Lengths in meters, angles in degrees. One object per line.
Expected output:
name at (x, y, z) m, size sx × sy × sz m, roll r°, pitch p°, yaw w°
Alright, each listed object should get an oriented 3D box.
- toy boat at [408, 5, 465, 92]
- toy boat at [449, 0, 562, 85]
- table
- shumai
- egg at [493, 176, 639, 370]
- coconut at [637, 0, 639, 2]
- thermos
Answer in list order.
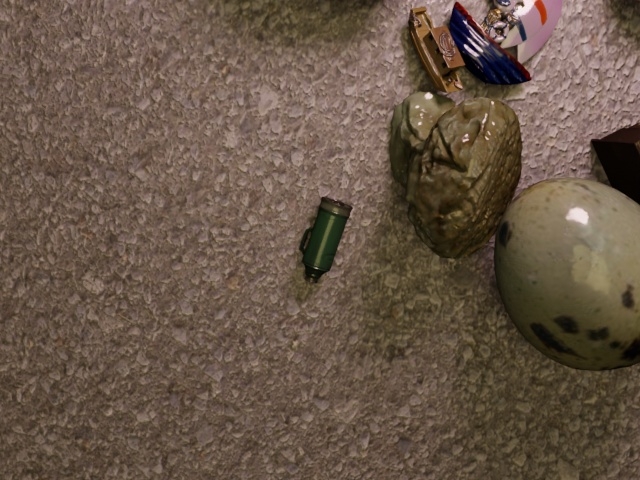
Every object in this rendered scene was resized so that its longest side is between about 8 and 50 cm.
toy boat at (0.243, -0.402, 1.525) m, size 0.057 × 0.077 × 0.200 m, roll -19°, pitch 79°, yaw -28°
toy boat at (0.426, -0.450, 1.551) m, size 0.318 × 0.072 × 0.219 m, roll -22°, pitch 94°, yaw -6°
table at (0.756, -0.180, 1.480) m, size 0.282 × 0.250 × 0.196 m, roll -27°, pitch 96°, yaw 5°
shumai at (0.237, -0.146, 1.503) m, size 0.288 × 0.292 × 0.330 m, roll 22°, pitch 88°, yaw 30°
egg at (0.526, 0.065, 1.464) m, size 0.345 × 0.345 × 0.428 m, roll -41°, pitch 105°, yaw 6°
coconut at (0.698, -0.571, 1.451) m, size 0.224 × 0.224 × 0.234 m, roll -33°, pitch 95°, yaw 5°
thermos at (0.003, 0.002, 1.607) m, size 0.083 × 0.073 × 0.188 m, roll 18°, pitch 98°, yaw -3°
